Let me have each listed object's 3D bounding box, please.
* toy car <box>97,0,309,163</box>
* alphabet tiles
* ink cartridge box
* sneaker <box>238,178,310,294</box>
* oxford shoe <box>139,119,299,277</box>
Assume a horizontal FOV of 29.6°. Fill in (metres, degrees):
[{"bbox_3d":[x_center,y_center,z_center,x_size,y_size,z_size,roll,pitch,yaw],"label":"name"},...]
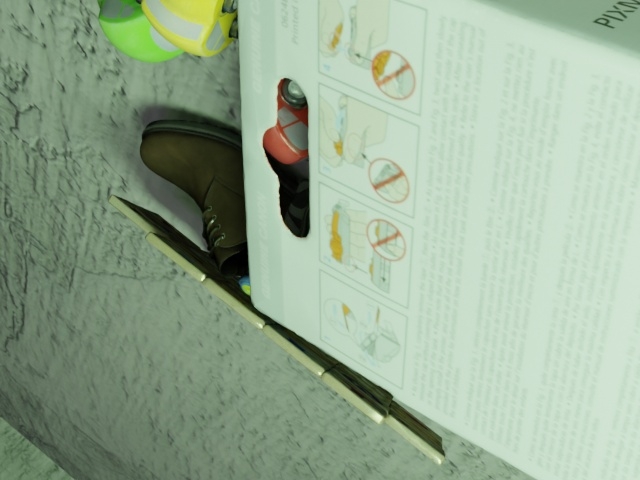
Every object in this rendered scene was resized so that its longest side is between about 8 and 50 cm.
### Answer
[{"bbox_3d":[-0.093,-0.137,0.854,0.225,0.053,0.239,29,168,41],"label":"toy car"},{"bbox_3d":[-0.031,0.075,1.046,0.342,0.011,0.285,38,179,7],"label":"alphabet tiles"},{"bbox_3d":[0.122,-0.009,0.699,0.385,0.091,0.308,28,137,30],"label":"ink cartridge box"},{"bbox_3d":[0.000,0.000,0.878,0.067,0.078,0.188,26,145,-15],"label":"sneaker"},{"bbox_3d":[-0.071,-0.026,0.991,0.227,0.096,0.083,31,154,22],"label":"oxford shoe"}]
